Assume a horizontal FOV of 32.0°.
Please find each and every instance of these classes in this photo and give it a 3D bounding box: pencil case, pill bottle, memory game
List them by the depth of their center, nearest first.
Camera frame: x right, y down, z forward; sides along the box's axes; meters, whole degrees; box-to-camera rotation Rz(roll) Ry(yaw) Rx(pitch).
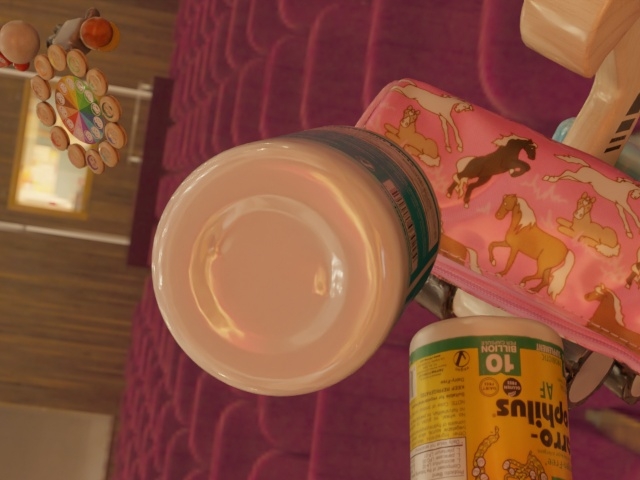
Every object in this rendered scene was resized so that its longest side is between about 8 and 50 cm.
[{"bbox_3d":[0.000,0.000,0.733,0.264,0.146,0.146,-32,-47,-75],"label":"pill bottle"},{"bbox_3d":[0.124,0.169,0.814,0.117,0.118,0.208,118,156,-65],"label":"pill bottle"},{"bbox_3d":[0.199,0.006,0.944,0.167,0.386,0.160,-66,-10,7],"label":"pencil case"},{"bbox_3d":[-0.330,-0.175,1.506,0.012,0.186,0.186,-35,-28,-41],"label":"memory game"}]

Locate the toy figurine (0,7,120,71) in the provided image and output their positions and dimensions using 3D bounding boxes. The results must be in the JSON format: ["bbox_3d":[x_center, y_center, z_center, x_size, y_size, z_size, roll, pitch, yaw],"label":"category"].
[{"bbox_3d":[-0.406,-0.352,1.600,0.148,0.209,0.213,1,101,47],"label":"toy figurine"}]

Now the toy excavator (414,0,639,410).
[{"bbox_3d":[0.273,-0.067,1.144,0.222,0.433,0.445,37,110,35],"label":"toy excavator"}]
